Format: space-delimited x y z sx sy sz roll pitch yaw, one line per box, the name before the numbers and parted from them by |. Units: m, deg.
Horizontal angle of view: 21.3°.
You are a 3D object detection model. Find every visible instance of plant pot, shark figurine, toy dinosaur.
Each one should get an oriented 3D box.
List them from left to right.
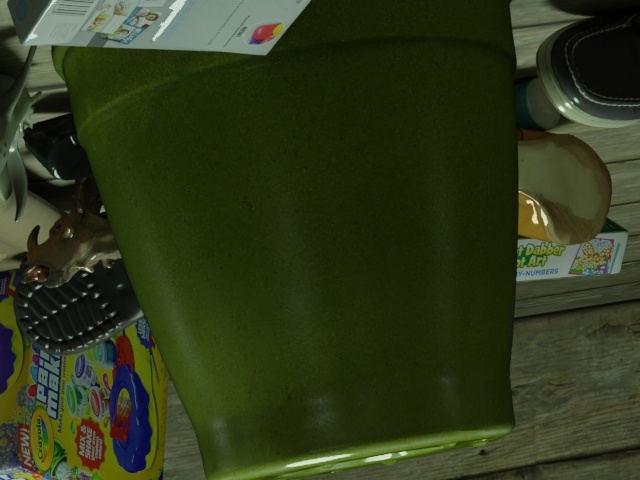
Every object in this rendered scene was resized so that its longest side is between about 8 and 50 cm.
shark figurine | -0.278 -0.097 1.319 0.116 0.166 0.278 16 -174 -5
toy dinosaur | -0.129 -0.027 1.626 0.200 0.127 0.296 14 -165 39
plant pot | 0.000 0.000 1.308 0.366 0.353 0.366 -9 170 -2

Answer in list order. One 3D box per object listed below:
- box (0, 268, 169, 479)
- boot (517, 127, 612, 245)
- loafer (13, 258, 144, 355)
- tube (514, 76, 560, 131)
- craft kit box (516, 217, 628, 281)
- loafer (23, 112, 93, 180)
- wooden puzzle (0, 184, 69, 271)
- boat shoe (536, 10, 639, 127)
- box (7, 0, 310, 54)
box | -0.320 0.172 1.944 0.177 0.290 0.279 -12 153 25
boot | 0.134 -0.071 1.660 0.211 0.104 0.295 12 178 40
loafer | -0.149 -0.006 1.782 0.366 0.134 0.130 -22 -167 8
tube | 0.145 -0.116 1.714 0.080 0.052 0.207 15 160 -41
craft kit box | 0.149 -0.030 1.785 0.247 0.061 0.250 -7 -153 -31
loafer | -0.179 -0.097 1.487 0.170 0.062 0.061 -10 -148 -42
wooden puzzle | -0.444 -0.002 1.693 0.348 0.080 0.322 -15 170 5
boat shoe | 0.305 -0.161 1.459 0.285 0.103 0.092 -7 166 -38
box | -0.078 -0.172 1.044 0.186 0.038 0.145 -2 149 -37
